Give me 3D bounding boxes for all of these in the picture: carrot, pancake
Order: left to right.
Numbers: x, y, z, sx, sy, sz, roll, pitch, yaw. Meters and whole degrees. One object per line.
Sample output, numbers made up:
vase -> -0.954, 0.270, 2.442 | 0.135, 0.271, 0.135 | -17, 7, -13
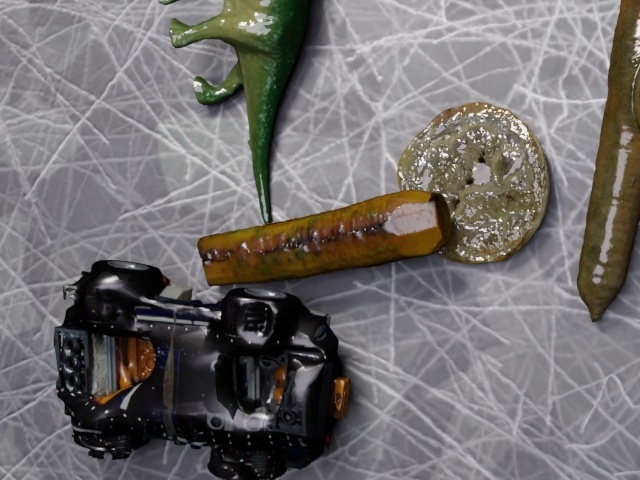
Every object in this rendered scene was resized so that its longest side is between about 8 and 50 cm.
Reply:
carrot -> 0.000, 0.000, 1.560 | 0.260, 0.070, 0.070 | -10, 82, 25
pancake -> 0.148, -0.055, 1.547 | 0.158, 0.028, 0.158 | -2, 85, 21
carrot -> 0.286, -0.092, 1.486 | 0.070, 0.070, 0.342 | 10, 90, 19

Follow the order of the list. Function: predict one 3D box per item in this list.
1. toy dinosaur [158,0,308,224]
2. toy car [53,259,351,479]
toy dinosaur -> -0.005, -0.256, 1.583 | 0.301, 0.087, 0.447 | -14, 99, 10
toy car -> -0.118, 0.130, 1.570 | 0.301, 0.118, 0.193 | 9, 96, 18
